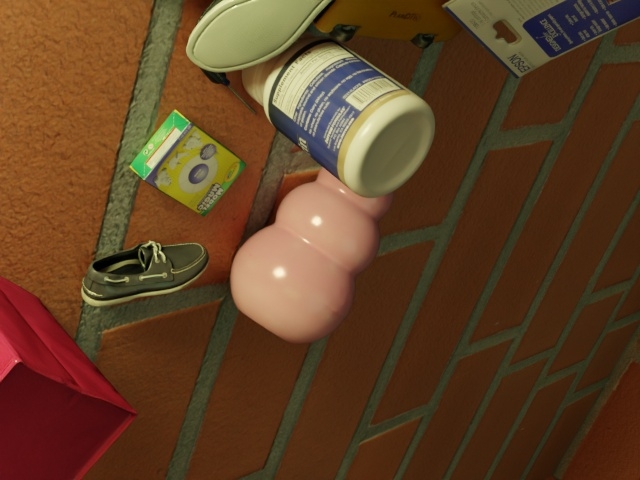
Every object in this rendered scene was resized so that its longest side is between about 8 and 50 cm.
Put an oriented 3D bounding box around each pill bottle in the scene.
[{"bbox_3d":[0.017,-0.187,1.393,0.153,0.265,0.153,-30,143,-26],"label":"pill bottle"}]

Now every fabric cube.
[{"bbox_3d":[-0.440,0.194,1.244,0.254,0.258,0.259,-47,148,-3],"label":"fabric cube"}]

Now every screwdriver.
[{"bbox_3d":[-0.125,-0.216,1.426,0.170,0.024,0.025,31,69,-64],"label":"screwdriver"}]

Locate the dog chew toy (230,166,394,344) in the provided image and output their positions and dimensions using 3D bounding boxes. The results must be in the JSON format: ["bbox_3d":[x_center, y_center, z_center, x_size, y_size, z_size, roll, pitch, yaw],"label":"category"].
[{"bbox_3d":[0.000,0.000,1.643,0.331,0.207,0.206,-57,148,-3],"label":"dog chew toy"}]

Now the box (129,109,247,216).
[{"bbox_3d":[-0.180,-0.102,1.451,0.105,0.043,0.179,-51,149,3],"label":"box"}]

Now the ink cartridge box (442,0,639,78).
[{"bbox_3d":[0.360,-0.374,1.459,0.307,0.072,0.304,-23,158,24],"label":"ink cartridge box"}]

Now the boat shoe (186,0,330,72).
[{"bbox_3d":[-0.050,-0.322,1.280,0.303,0.091,0.114,-28,140,26],"label":"boat shoe"}]

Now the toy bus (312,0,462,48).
[{"bbox_3d":[0.110,-0.358,1.435,0.333,0.130,0.108,-7,152,-47],"label":"toy bus"}]

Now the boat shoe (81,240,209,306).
[{"bbox_3d":[-0.249,0.037,1.482,0.206,0.075,0.065,-19,140,-32],"label":"boat shoe"}]
